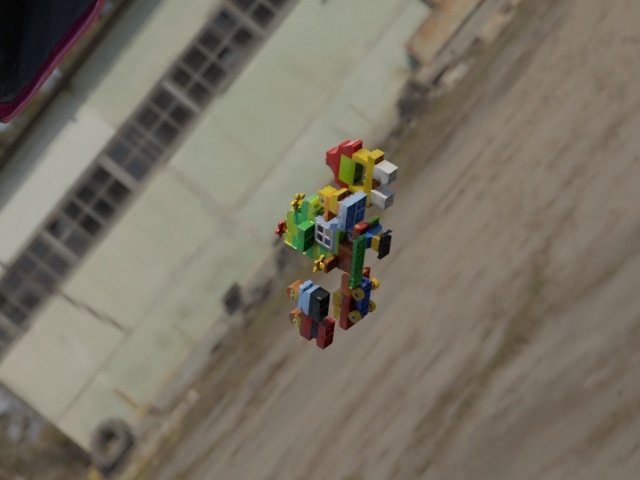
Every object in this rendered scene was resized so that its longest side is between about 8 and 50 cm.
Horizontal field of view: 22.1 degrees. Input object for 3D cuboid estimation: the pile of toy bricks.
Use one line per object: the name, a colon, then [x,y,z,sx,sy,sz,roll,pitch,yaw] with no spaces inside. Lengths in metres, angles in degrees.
pile of toy bricks: [0.000,0.000,1.671,0.118,0.105,0.212,-33,-38,-39]

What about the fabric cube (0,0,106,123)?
fabric cube: [-0.213,-0.231,0.756,0.259,0.254,0.258,159,125,-68]
